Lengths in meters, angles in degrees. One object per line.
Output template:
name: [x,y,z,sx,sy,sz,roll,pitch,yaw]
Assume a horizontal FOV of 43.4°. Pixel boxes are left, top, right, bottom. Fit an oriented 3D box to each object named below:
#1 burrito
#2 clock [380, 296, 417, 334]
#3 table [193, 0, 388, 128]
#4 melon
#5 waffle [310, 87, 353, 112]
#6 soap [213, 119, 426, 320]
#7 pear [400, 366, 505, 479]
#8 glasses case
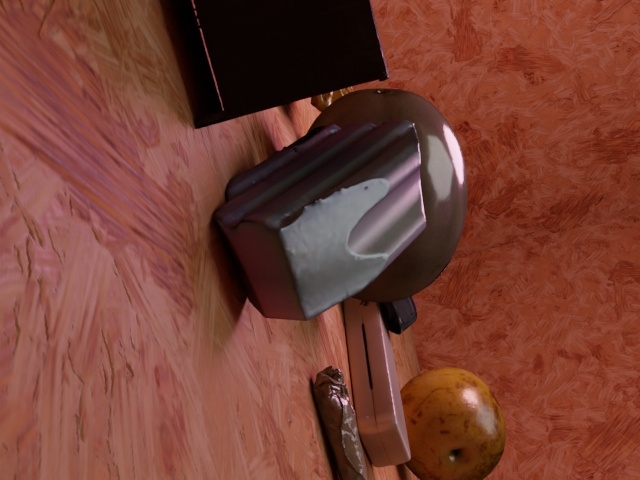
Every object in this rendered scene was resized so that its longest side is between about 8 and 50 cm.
burrito: [0.030,0.258,1.052,0.058,0.044,0.188,-32,110,-74]
clock: [0.112,0.081,1.598,0.226,0.049,0.226,54,-11,15]
table: [-0.042,-0.224,0.833,0.172,0.193,0.169,-67,142,-78]
melon: [0.085,-0.058,1.206,0.268,0.268,0.330,-82,175,-70]
waffle: [-0.023,-0.357,1.470,0.329,0.062,0.329,55,17,-25]
soap: [0.008,-0.036,0.873,0.324,0.192,0.109,-39,123,-51]
pear: [0.296,0.431,1.872,0.281,0.280,0.281,-14,90,-82]
glasses case: [0.100,0.249,1.472,0.313,0.070,0.131,-96,169,-47]
